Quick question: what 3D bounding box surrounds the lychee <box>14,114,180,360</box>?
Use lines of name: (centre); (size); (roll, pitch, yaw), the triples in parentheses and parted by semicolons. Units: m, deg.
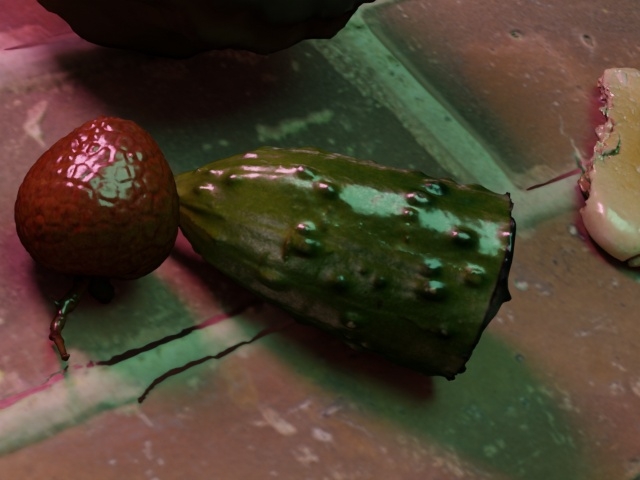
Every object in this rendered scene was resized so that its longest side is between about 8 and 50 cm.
lychee: (-0.145, -0.009, 1.227); (0.101, 0.140, 0.114); (35, 0, 8)

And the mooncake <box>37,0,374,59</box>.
mooncake: (-0.069, -0.286, 1.378); (0.324, 0.324, 0.187); (-12, 13, -42)

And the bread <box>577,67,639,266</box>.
bread: (0.299, -0.047, 1.624); (0.182, 0.039, 0.251); (27, 38, -8)

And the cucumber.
cucumber: (0.001, -0.002, 1.309); (0.244, 0.134, 0.134); (16, 41, -8)
